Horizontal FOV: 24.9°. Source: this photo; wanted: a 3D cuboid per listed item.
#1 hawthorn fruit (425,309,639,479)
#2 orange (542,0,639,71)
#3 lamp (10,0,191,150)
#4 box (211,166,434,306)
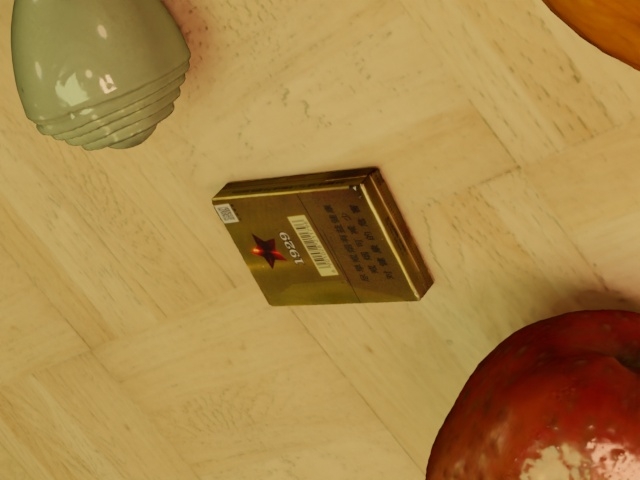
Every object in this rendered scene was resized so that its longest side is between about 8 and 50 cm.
[{"bbox_3d":[0.149,0.127,0.796,0.189,0.189,0.189,23,138,22],"label":"hawthorn fruit"},{"bbox_3d":[0.170,-0.169,0.445,0.284,0.226,0.284,20,141,17],"label":"orange"},{"bbox_3d":[-0.144,-0.144,0.851,0.106,0.106,0.193,-4,113,42],"label":"lamp"},{"bbox_3d":[0.000,0.000,0.918,0.133,0.023,0.090,-5,121,43],"label":"box"}]
